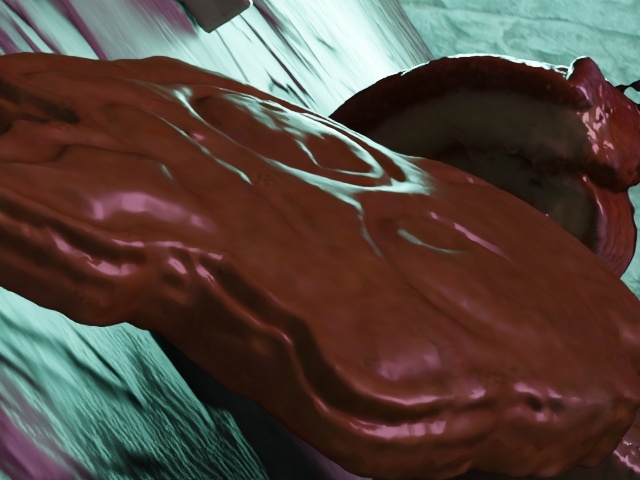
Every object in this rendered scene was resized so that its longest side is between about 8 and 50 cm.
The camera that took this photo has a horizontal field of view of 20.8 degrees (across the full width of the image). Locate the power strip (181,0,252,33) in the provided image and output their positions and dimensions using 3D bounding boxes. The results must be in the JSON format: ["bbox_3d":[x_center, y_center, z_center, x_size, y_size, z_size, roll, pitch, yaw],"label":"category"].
[{"bbox_3d":[-0.159,-0.296,1.160,0.367,0.043,0.106,53,11,-28],"label":"power strip"}]

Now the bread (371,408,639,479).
[{"bbox_3d":[0.100,0.124,0.826,0.134,0.141,0.148,31,18,-12],"label":"bread"}]

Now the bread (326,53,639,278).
[{"bbox_3d":[0.091,-0.017,1.049,0.190,0.244,0.123,53,20,9],"label":"bread"}]

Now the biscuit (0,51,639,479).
[{"bbox_3d":[0.002,-0.004,0.700,0.376,0.051,0.269,5,28,-50],"label":"biscuit"}]
